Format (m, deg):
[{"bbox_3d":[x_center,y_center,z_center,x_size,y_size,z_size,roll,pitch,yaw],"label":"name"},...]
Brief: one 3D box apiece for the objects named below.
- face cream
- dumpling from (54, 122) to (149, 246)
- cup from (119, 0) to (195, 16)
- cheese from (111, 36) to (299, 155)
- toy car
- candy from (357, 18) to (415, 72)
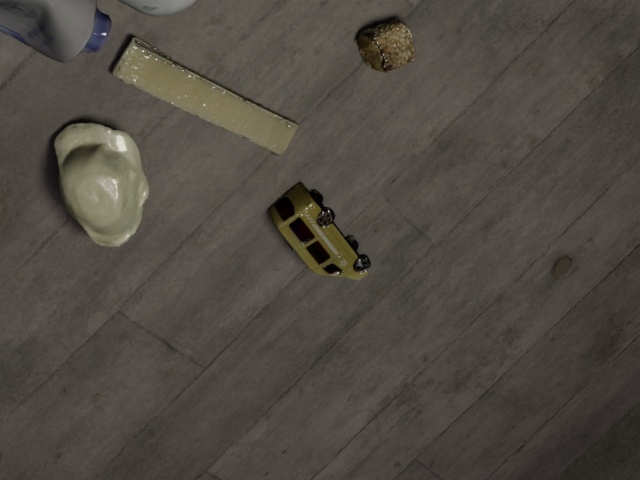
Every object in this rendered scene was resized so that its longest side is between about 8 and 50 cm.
[{"bbox_3d":[-0.536,-0.395,1.635,0.420,0.235,0.137,14,80,-33],"label":"face cream"},{"bbox_3d":[-0.404,-0.103,1.917,0.163,0.132,0.250,-18,110,-5],"label":"dumpling"},{"bbox_3d":[-0.332,-0.507,1.653,0.317,0.212,0.212,27,105,-37],"label":"cup"},{"bbox_3d":[-0.212,-0.267,1.967,0.400,0.034,0.085,25,106,-35],"label":"cheese"},{"bbox_3d":[0.000,0.000,2.193,0.124,0.101,0.256,-35,127,3],"label":"toy car"},{"bbox_3d":[0.133,-0.384,2.034,0.110,0.085,0.095,-30,122,-19],"label":"candy"}]
